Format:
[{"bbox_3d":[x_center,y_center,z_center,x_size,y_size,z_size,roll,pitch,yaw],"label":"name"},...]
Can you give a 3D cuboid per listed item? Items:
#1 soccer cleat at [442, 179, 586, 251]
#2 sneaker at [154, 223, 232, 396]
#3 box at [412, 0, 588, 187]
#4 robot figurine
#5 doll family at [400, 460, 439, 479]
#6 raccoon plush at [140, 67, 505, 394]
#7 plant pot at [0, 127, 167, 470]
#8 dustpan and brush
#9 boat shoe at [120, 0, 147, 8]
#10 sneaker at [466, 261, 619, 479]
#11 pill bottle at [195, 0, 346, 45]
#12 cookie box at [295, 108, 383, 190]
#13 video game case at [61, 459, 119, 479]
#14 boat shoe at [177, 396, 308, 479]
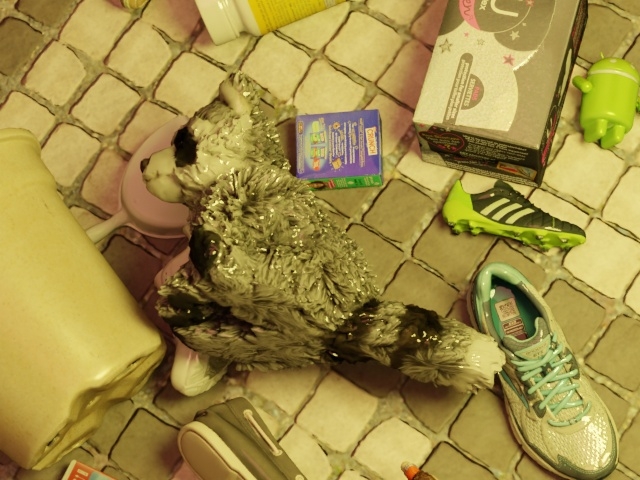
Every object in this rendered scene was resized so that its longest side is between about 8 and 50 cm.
[{"bbox_3d":[0.237,-0.033,1.786,0.179,0.060,0.072,11,73,16],"label":"soccer cleat"},{"bbox_3d":[-0.155,0.081,1.808,0.115,0.090,0.232,7,64,19],"label":"sneaker"},{"bbox_3d":[0.223,-0.216,1.804,0.163,0.142,0.247,14,74,13],"label":"box"},{"bbox_3d":[0.355,-0.173,1.807,0.101,0.067,0.115,17,73,-14],"label":"robot figurine"},{"bbox_3d":[0.135,0.370,1.610,0.118,0.163,0.263,-36,70,-3],"label":"doll family"},{"bbox_3d":[0.000,0.000,1.719,0.446,0.216,0.299,22,56,-14],"label":"raccoon plush"},{"bbox_3d":[-0.360,0.091,1.729,0.334,0.334,0.305,-44,81,-6],"label":"plant pot"},{"bbox_3d":[-0.228,-0.047,1.877,0.211,0.060,0.147,-30,82,-8],"label":"dustpan and brush"},{"bbox_3d":[-0.203,-0.387,1.978,0.072,0.068,0.190,24,77,4],"label":"boat shoe"},{"bbox_3d":[0.246,0.150,1.688,0.110,0.122,0.283,-29,70,-1],"label":"sneaker"},{"bbox_3d":[-0.058,-0.335,1.904,0.208,0.119,0.119,-22,69,1],"label":"pill bottle"},{"bbox_3d":[0.025,-0.114,1.857,0.107,0.040,0.092,-3,71,9],"label":"cookie box"},{"bbox_3d":[-0.216,0.408,1.732,0.285,0.025,0.204,22,77,16],"label":"video game case"},{"bbox_3d":[-0.023,0.311,1.687,0.095,0.112,0.335,-33,71,-36],"label":"boat shoe"}]
